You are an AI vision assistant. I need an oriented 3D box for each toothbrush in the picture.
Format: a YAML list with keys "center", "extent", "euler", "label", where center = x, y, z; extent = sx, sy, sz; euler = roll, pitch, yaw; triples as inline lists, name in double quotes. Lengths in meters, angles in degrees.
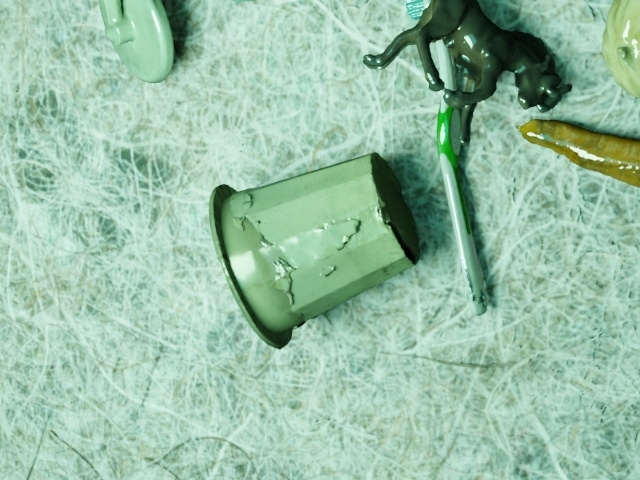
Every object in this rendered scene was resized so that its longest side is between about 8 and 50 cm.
- center: [0.154, -0.116, 1.235]
  extent: [0.040, 0.042, 0.418]
  euler: [-9, 96, 33]
  label: "toothbrush"

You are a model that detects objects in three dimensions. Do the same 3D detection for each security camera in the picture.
- center: [-0.254, -0.322, 1.271]
  extent: [0.157, 0.080, 0.302]
  euler: [32, 140, 40]
  label: "security camera"

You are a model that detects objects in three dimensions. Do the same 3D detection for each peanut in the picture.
- center: [0.384, -0.241, 1.072]
  extent: [0.224, 0.129, 0.129]
  euler: [-44, 84, 22]
  label: "peanut"

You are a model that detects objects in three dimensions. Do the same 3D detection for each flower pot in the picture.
- center: [0.000, 0.000, 1.244]
  extent: [0.202, 0.212, 0.212]
  euler: [-20, 94, 17]
  label: "flower pot"

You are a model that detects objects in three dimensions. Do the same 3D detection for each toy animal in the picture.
- center: [0.161, -0.209, 1.178]
  extent: [0.232, 0.084, 0.148]
  euler: [41, 76, 1]
  label: "toy animal"

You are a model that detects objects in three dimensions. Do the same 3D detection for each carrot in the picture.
- center: [0.335, -0.090, 1.164]
  extent: [0.247, 0.059, 0.059]
  euler: [20, 108, 21]
  label: "carrot"
